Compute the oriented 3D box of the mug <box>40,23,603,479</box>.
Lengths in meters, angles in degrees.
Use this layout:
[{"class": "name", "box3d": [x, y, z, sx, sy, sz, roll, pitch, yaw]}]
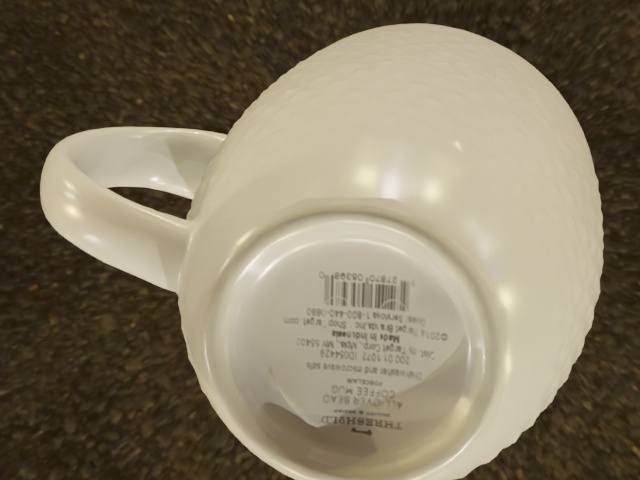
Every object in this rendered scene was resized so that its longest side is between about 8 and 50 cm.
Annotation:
[{"class": "mug", "box3d": [0.000, 0.000, 0.813, 0.374, 0.328, 0.276, 17, 109, 5]}]
